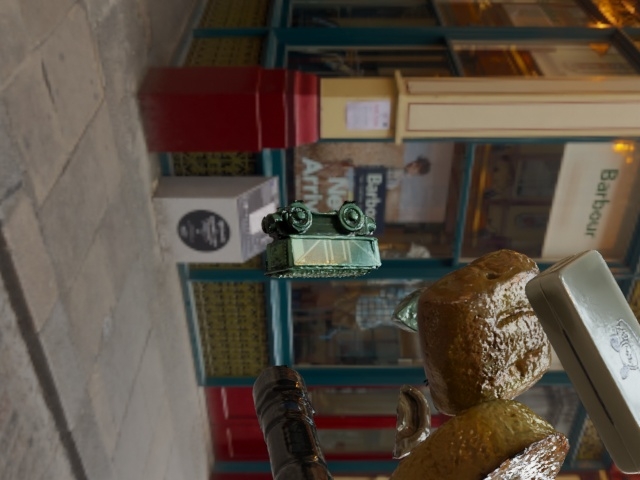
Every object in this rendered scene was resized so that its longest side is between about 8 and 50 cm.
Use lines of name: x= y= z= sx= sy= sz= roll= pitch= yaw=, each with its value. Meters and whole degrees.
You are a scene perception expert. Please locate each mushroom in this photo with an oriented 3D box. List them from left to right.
mushroom: x=0.228 y=0.458 z=1.772 sx=0.210 sy=0.094 sz=0.072 roll=-80 pitch=166 yaw=-49

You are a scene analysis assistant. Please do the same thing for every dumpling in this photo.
dumpling: x=0.277 y=0.195 z=1.903 sx=0.216 sy=0.149 sz=0.105 roll=-18 pitch=119 yaw=-52

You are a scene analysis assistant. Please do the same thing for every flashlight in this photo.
flashlight: x=-0.047 y=0.313 z=1.124 sx=0.424 sy=0.103 sz=0.103 roll=-128 pitch=-142 yaw=-76

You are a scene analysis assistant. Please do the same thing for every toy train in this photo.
toy train: x=0.000 y=0.000 z=1.461 sx=0.115 sy=0.269 sz=0.155 roll=-15 pitch=-103 yaw=54

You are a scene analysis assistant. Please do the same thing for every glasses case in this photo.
glasses case: x=0.425 y=0.174 z=1.049 sx=0.070 sy=0.131 sz=0.313 roll=-33 pitch=-99 yaw=50

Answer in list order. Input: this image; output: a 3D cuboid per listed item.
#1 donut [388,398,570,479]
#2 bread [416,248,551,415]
donut: x=0.326 y=0.479 z=1.475 sx=0.378 sy=0.435 sz=0.163 roll=-52 pitch=-129 yaw=17
bread: x=0.368 y=0.212 z=1.554 sx=0.148 sy=0.327 sz=0.337 roll=8 pitch=-68 yaw=52
